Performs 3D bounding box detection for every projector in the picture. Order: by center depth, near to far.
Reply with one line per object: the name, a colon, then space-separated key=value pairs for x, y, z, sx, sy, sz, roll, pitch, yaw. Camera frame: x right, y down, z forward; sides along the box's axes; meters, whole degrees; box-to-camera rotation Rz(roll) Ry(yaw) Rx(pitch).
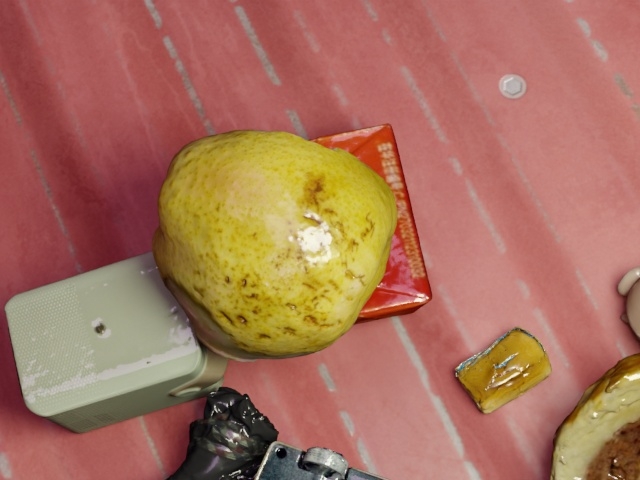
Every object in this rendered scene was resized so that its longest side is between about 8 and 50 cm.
projector: x=-0.224 y=0.120 z=1.370 sx=0.243 sy=0.177 sz=0.163 roll=-19 pitch=73 yaw=0

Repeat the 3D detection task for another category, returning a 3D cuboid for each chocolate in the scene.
chocolate: x=0.000 y=0.000 z=1.429 sx=0.235 sy=0.108 sz=0.237 roll=-13 pitch=70 yaw=1

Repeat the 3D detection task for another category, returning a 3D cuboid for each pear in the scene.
pear: x=-0.051 y=-0.007 z=1.246 sx=0.271 sy=0.271 sz=0.271 roll=-1 pitch=72 yaw=4

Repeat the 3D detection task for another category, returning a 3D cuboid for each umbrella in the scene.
umbrella: x=-0.157 y=0.296 z=1.341 sx=0.122 sy=0.110 sz=0.272 roll=41 pitch=78 yaw=15

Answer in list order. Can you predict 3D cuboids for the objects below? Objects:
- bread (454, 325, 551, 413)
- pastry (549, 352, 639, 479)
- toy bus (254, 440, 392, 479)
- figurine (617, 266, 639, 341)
bread: x=0.219 y=0.153 z=1.388 sx=0.106 sy=0.053 sz=0.072 roll=-34 pitch=69 yaw=-1
pastry: x=0.380 y=0.222 z=1.282 sx=0.256 sy=0.170 sz=0.236 roll=-4 pitch=105 yaw=12
toy bus: x=0.063 y=0.335 z=1.286 sx=0.290 sy=0.157 sz=0.139 roll=16 pitch=69 yaw=12
figurine: x=0.421 y=0.085 z=1.365 sx=0.125 sy=0.125 sz=0.138 roll=-25 pitch=56 yaw=-4
